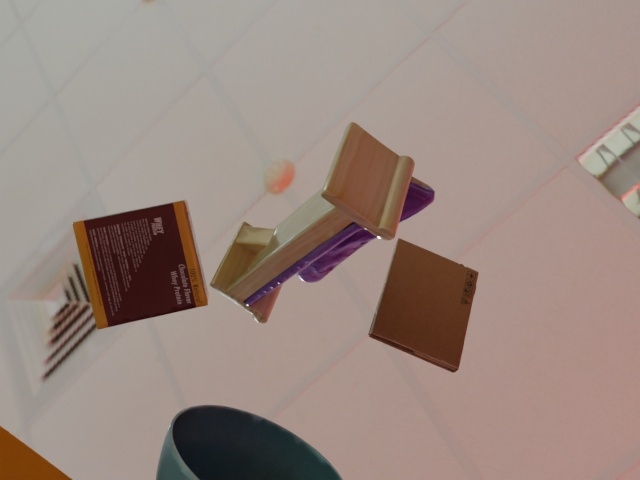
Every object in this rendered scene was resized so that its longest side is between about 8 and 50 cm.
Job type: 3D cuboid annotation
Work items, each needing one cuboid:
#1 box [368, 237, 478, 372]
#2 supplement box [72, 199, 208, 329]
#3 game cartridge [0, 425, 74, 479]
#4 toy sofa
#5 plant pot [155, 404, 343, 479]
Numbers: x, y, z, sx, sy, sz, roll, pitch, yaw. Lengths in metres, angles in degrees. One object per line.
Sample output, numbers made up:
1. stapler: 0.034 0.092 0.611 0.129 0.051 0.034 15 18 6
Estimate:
1. box: 0.183 0.109 1.315 0.021 0.164 0.201 122 -11 -58
2. supplement box: -0.315 0.038 1.356 0.194 0.129 0.191 -12 -85 -7
3. game cartridge: -0.542 0.521 1.280 0.053 0.285 0.323 -30 -157 37
4. toy sofa: 0.000 0.000 1.165 0.362 0.177 0.150 -36 -156 46
5. plant pot: -0.126 0.407 1.117 0.290 0.290 0.195 35 -77 39
